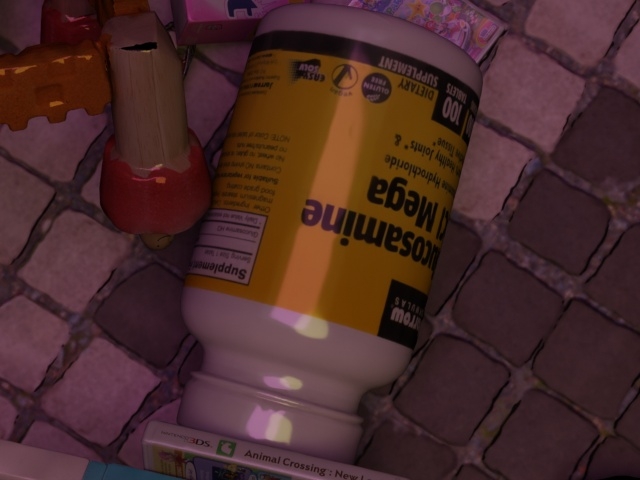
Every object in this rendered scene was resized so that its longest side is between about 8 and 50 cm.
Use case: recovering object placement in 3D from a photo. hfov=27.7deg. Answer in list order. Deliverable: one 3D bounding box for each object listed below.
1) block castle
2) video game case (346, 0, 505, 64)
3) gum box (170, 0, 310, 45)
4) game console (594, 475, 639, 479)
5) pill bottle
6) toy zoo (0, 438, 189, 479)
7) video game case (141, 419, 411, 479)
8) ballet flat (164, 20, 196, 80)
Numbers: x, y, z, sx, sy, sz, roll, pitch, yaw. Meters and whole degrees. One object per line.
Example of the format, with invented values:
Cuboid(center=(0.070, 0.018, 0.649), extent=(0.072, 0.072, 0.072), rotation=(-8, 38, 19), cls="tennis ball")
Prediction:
Cuboid(center=(-0.335, -0.090, 0.971), extent=(0.453, 0.212, 0.303), rotation=(-14, 44, -15), cls="block castle")
Cuboid(center=(0.085, -0.185, 1.124), extent=(0.122, 0.011, 0.087), rotation=(37, 86, 8), cls="video game case")
Cuboid(center=(-0.079, -0.267, 1.107), extent=(0.107, 0.062, 0.188), rotation=(-6, 81, -17), cls="gum box")
Cuboid(center=(0.364, 0.302, 1.012), extent=(0.361, 0.044, 0.213), rotation=(4, 89, 2), cls="game console")
Cuboid(center=(0.000, 0.000, 1.016), extent=(0.188, 0.188, 0.333), rotation=(14, 84, 6), cls="pill bottle")
Cuboid(center=(-0.163, 0.229, 1.001), extent=(0.293, 0.192, 0.030), rotation=(11, 52, 6), cls="toy zoo")
Cuboid(center=(-0.037, 0.217, 0.987), extent=(0.193, 0.212, 0.023), rotation=(12, 52, 5), cls="video game case")
Cuboid(center=(-0.137, -0.137, 1.119), extent=(0.041, 0.041, 0.114), rotation=(13, 84, 6), cls="ballet flat")
